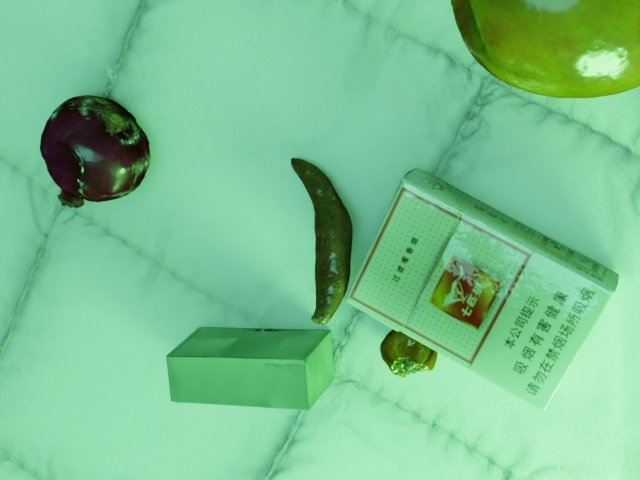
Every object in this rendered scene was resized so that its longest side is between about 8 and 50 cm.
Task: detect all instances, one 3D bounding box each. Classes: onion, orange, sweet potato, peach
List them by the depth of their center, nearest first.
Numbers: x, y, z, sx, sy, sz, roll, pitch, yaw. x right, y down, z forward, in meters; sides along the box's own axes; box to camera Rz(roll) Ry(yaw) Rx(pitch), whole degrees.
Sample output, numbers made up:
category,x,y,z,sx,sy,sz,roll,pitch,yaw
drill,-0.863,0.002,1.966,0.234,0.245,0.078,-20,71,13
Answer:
category,x,y,z,sx,sy,sz,roll,pitch,yaw
peach,0.322,-0.325,1.415,0.332,0.308,0.308,-13,101,5
sweet potato,0.010,-0.005,1.707,0.078,0.058,0.255,-9,80,9
orange,0.132,0.166,1.734,0.086,0.062,0.086,-2,66,4
onion,-0.363,-0.115,1.782,0.173,0.135,0.198,36,115,9

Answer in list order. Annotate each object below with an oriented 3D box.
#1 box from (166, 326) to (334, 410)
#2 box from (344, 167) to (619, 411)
category,x,y,z,sx,sy,sz,roll,pitch,yaw
box,-0.106,0.195,1.785,0.225,0.129,0.086,1,106,19
box,0.225,0.067,1.658,0.330,0.095,0.210,29,112,10
